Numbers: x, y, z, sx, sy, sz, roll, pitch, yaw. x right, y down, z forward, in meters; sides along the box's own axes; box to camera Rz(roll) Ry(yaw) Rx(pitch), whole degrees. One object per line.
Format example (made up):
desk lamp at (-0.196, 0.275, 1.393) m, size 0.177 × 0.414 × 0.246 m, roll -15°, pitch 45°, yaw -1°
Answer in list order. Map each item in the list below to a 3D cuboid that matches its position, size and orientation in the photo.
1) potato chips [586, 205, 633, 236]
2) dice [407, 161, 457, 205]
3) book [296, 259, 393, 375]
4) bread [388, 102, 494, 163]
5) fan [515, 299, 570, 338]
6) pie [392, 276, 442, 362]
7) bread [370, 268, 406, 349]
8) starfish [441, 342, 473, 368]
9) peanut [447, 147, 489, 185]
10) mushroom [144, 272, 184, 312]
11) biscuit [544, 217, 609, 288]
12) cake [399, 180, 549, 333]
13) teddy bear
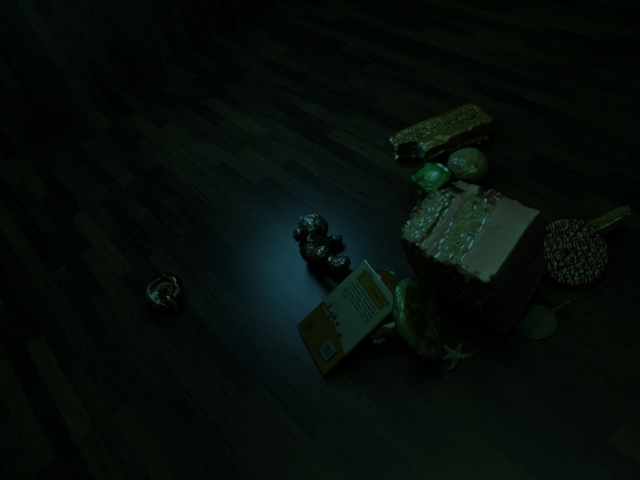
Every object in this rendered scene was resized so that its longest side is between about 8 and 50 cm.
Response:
potato chips at (0.734, -0.014, 1.744) m, size 0.407 × 0.080 × 0.057 m, roll -15°, pitch 28°, yaw 5°
dice at (0.382, -0.182, 1.986) m, size 0.128 × 0.120 × 0.131 m, roll -34°, pitch 49°, yaw -17°
book at (0.073, 0.217, 1.671) m, size 0.295 × 0.020 × 0.208 m, roll -45°, pitch 41°, yaw 10°
bread at (0.451, -0.380, 2.166) m, size 0.380 × 0.109 × 0.185 m, roll -21°, pitch 49°, yaw -2°
fan at (0.620, 0.210, 1.611) m, size 0.175 × 0.005 × 0.113 m, roll -29°, pitch 45°, yaw -9°
pie at (0.274, 0.213, 1.578) m, size 0.054 × 0.240 × 0.240 m, roll -26°, pitch 37°, yaw 34°
bread at (0.185, 0.195, 1.693) m, size 0.136 × 0.107 × 0.241 m, roll -20°, pitch 45°, yaw 2°
starfish at (0.370, 0.315, 1.583) m, size 0.086 × 0.016 × 0.092 m, roll 6°, pitch 44°, yaw 24°
peanut at (0.515, -0.258, 2.023) m, size 0.141 × 0.109 × 0.159 m, roll -21°, pitch 43°, yaw -2°
mushroom at (-0.513, 0.183, 1.944) m, size 0.135 × 0.080 × 0.170 m, roll -40°, pitch 48°, yaw -4°
biscuit at (0.722, 0.037, 1.675) m, size 0.212 × 0.036 × 0.212 m, roll -2°, pitch 74°, yaw 8°
cake at (0.427, 0.030, 1.592) m, size 0.307 × 0.314 × 0.293 m, roll 29°, pitch 77°, yaw 41°
teddy bear at (-0.013, 0.015, 1.922) m, size 0.129 × 0.182 × 0.251 m, roll -45°, pitch 39°, yaw 25°
